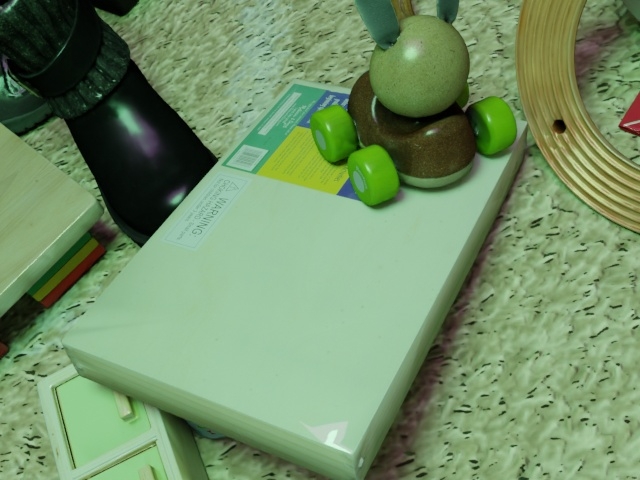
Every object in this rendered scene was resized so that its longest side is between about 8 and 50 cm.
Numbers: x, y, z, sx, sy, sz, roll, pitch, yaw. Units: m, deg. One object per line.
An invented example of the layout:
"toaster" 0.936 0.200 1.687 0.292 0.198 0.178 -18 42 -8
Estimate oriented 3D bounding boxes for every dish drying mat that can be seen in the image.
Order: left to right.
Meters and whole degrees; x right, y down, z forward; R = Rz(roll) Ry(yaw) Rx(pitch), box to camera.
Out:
"dish drying mat" 0.334 -0.140 0.835 0.032 0.008 0.083 26 70 29

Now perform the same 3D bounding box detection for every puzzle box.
"puzzle box" 0.000 0.000 0.757 0.272 0.052 0.409 16 49 24

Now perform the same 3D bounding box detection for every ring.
"ring" 0.322 -0.161 0.705 0.336 0.337 0.032 37 36 31

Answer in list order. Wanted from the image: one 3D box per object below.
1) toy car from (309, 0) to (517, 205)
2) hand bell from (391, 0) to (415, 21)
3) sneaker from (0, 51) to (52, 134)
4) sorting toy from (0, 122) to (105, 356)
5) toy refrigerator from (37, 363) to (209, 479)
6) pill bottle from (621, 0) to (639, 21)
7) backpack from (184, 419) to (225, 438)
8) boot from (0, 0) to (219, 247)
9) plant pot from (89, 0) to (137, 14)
"toy car" 0.077 -0.153 0.726 0.155 0.188 0.149 -24 46 -15
"hand bell" 0.093 -0.279 0.951 0.126 0.126 0.242 -15 70 7
"sneaker" -0.452 -0.189 1.013 0.340 0.140 0.125 -28 53 -4
"sorting toy" -0.389 0.010 0.904 0.255 0.089 0.257 34 74 30
"toy refrigerator" -0.153 0.222 0.706 0.102 0.094 0.270 -27 56 -1
"pill bottle" 0.483 -0.388 0.811 0.229 0.229 0.408 35 74 30
"backpack" -0.086 0.118 0.756 0.114 0.084 0.105 -25 54 3
"boot" -0.238 -0.156 0.858 0.131 0.260 0.348 -37 57 -7
"plant pot" -0.300 -0.410 1.086 0.187 0.167 0.188 24 68 27
